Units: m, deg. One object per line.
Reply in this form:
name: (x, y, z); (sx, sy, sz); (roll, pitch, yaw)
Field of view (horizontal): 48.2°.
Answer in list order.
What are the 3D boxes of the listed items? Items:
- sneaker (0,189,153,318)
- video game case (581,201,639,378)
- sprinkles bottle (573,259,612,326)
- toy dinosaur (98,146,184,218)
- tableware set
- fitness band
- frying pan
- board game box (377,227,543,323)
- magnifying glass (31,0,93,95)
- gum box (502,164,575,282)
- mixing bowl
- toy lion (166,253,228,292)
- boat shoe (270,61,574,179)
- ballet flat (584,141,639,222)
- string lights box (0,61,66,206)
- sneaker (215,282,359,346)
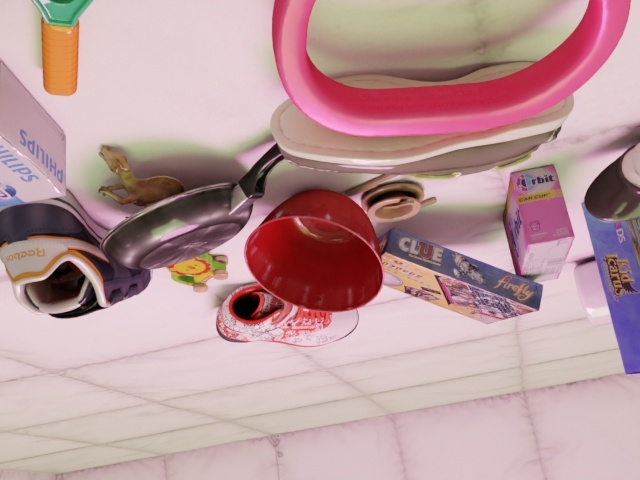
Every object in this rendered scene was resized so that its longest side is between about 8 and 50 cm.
sneaker: (-0.315, 0.046, 0.934); (0.126, 0.127, 0.321); (-13, 158, 8)
video game case: (0.503, 0.085, 1.114); (0.061, 0.269, 0.244); (-21, 154, 33)
sprinkles bottle: (0.650, 0.053, 1.286); (0.356, 0.121, 0.121); (-20, 155, 24)
toy dinosaur: (-0.190, -0.051, 0.836); (0.093, 0.053, 0.183); (-26, 152, 33)
tableware set: (0.056, -0.026, 0.996); (0.194, 0.039, 0.128); (-21, 154, 28)
fitness band: (0.106, -0.172, 0.588); (0.291, 0.054, 0.209); (-4, 143, -7)
frying pan: (-0.108, -0.041, 0.859); (0.326, 0.053, 0.197); (-24, 170, 6)
board game box: (0.188, 0.059, 1.087); (0.243, 0.042, 0.165); (21, 163, -9)
magnifying glass: (-0.199, -0.186, 0.547); (0.092, 0.026, 0.231); (0, 157, -20)
gum box: (0.307, -0.014, 1.023); (0.062, 0.107, 0.188); (-11, 157, 6)
mixing bowl: (0.000, 0.000, 0.927); (0.182, 0.098, 0.181); (8, 138, 7)
toy lion: (-0.195, 0.042, 1.088); (0.096, 0.034, 0.100); (18, 147, -34)
boat shoe: (0.100, -0.109, 0.726); (0.305, 0.109, 0.091); (-8, 153, -10)
ballet flat: (0.459, -0.113, 0.878); (0.281, 0.095, 0.096); (-24, 145, 10)
string lights box: (-0.391, -0.078, 0.671); (0.260, 0.076, 0.133); (-9, 158, 3)
sneaker: (-0.047, 0.131, 1.270); (0.270, 0.090, 0.145); (0, 159, -13)
